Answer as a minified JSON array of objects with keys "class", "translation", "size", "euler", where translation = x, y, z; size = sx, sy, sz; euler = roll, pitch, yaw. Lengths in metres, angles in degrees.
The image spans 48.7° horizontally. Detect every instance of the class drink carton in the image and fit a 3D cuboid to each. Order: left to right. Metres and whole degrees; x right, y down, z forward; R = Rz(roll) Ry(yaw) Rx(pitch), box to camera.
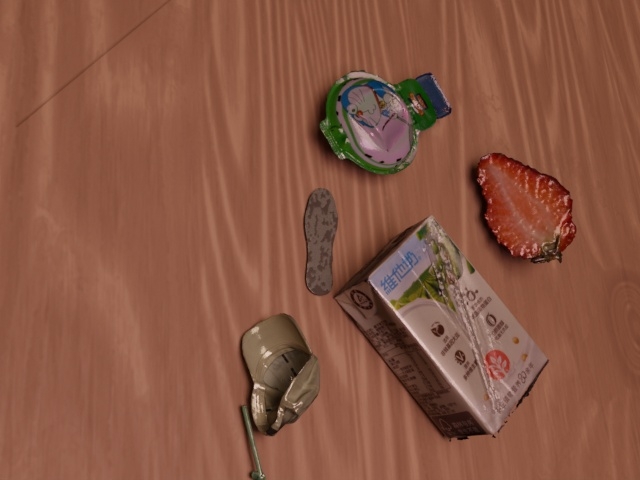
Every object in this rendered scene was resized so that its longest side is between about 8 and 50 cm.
[{"class":"drink carton","translation":[0.203,0.150,1.188],"size":[0.194,0.132,0.325],"euler":[-41,94,-34]}]

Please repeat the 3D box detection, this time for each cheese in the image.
[{"class":"cheese","translation":[0.128,-0.232,1.308],"size":[0.320,0.083,0.204],"euler":[-29,89,-34]}]

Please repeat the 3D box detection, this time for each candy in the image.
[{"class":"candy","translation":[-0.084,0.333,1.006],"size":[0.060,0.060,0.201],"euler":[-6,69,-32]}]

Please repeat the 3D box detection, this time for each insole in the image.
[{"class":"insole","translation":[0.000,0.000,1.196],"size":[0.065,0.006,0.194],"euler":[12,67,-27]}]

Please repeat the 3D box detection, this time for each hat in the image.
[{"class":"hat","translation":[-0.062,0.197,1.059],"size":[0.122,0.081,0.166],"euler":[-29,70,1]}]

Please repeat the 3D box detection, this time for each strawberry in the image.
[{"class":"strawberry","translation":[0.407,-0.058,1.410],"size":[0.175,0.107,0.236],"euler":[-10,74,5]}]
